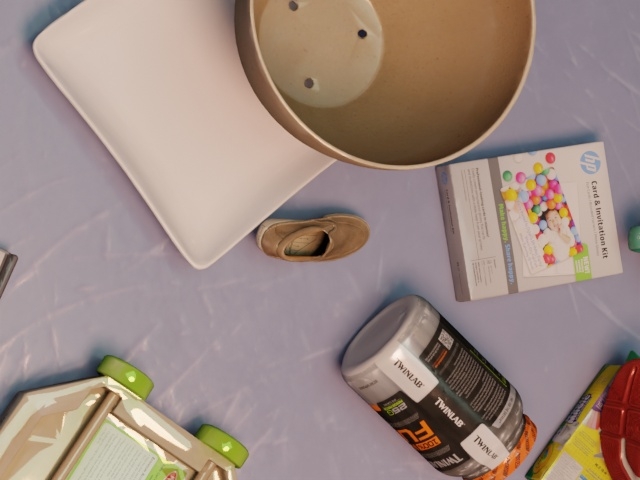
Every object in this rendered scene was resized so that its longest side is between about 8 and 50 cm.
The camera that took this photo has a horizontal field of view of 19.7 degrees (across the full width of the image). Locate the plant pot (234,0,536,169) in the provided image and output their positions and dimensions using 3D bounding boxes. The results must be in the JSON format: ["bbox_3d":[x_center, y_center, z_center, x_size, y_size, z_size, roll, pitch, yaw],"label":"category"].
[{"bbox_3d":[0.035,-0.201,1.747,0.284,0.191,0.284,1,87,-22],"label":"plant pot"}]

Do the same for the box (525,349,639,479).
[{"bbox_3d":[0.309,0.214,1.965,0.105,0.043,0.179,43,76,-15],"label":"box"}]

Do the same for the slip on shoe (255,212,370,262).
[{"bbox_3d":[0.000,0.000,1.832,0.135,0.041,0.051,3,110,-40],"label":"slip on shoe"}]

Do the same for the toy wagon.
[{"bbox_3d":[-0.176,0.287,1.752,0.344,0.068,0.267,37,75,-17],"label":"toy wagon"}]

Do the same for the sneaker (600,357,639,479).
[{"bbox_3d":[0.368,0.225,1.933,0.128,0.087,0.221,-6,103,-31],"label":"sneaker"}]

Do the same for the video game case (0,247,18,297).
[{"bbox_3d":[-0.442,0.087,1.672,0.248,0.035,0.275,26,78,-19],"label":"video game case"}]

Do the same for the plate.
[{"bbox_3d":[-0.103,-0.158,1.816,0.277,0.045,0.278,-40,102,-18],"label":"plate"}]

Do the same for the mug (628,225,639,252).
[{"bbox_3d":[0.407,-0.001,1.985,0.157,0.097,0.129,40,74,-15],"label":"mug"}]

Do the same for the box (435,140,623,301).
[{"bbox_3d":[0.221,-0.021,1.944,0.186,0.038,0.145,-9,91,-23],"label":"box"}]

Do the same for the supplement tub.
[{"bbox_3d":[0.122,0.156,1.852,0.190,0.117,0.117,44,73,-13],"label":"supplement tub"}]
